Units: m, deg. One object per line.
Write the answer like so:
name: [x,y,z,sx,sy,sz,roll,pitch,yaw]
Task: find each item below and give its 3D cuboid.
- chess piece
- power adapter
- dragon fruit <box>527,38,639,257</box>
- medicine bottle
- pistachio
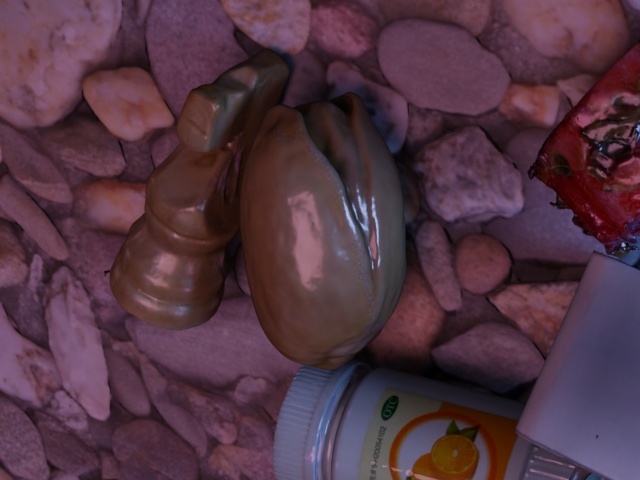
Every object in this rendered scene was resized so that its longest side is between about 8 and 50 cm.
chess piece: [-0.117,-0.059,1.829,0.137,0.137,0.300,31,124,10]
power adapter: [0.291,0.159,1.646,0.187,0.124,0.255,24,94,28]
dragon fruit: [0.292,-0.083,1.549,0.147,0.211,0.282,43,155,9]
medicine bottle: [0.126,0.224,1.833,0.318,0.158,0.158,12,122,23]
pistachio: [0.000,0.000,1.775,0.181,0.162,0.293,31,134,49]
